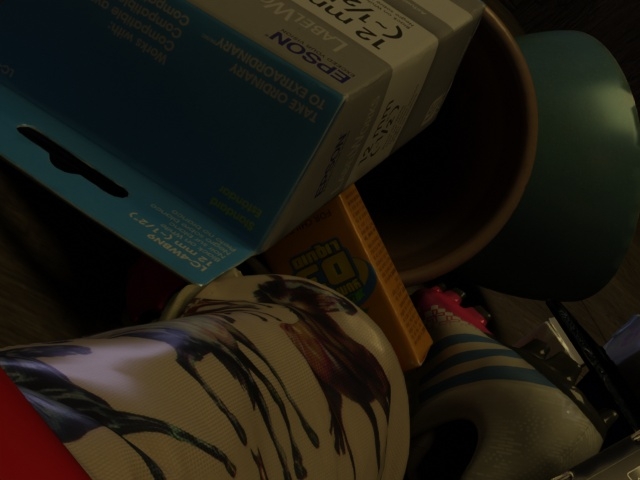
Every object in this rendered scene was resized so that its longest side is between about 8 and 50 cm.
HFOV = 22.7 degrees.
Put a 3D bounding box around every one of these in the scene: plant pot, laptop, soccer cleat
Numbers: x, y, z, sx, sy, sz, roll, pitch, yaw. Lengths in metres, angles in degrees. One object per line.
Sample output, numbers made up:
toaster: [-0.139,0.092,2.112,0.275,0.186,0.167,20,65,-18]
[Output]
plant pot: [0.031,-0.103,1.379,0.263,0.263,0.229,47,-2,-14]
laptop: [0.228,0.208,1.291,0.234,0.137,0.264,60,10,29]
soccer cleat: [0.102,0.126,1.267,0.116,0.143,0.331,52,-8,-17]
plant pot: [0.174,-0.075,1.668,0.195,0.290,0.290,-2,44,-23]

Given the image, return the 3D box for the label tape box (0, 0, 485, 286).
label tape box: [-0.074,-0.132,1.051,0.249,0.115,0.348,33,31,13]

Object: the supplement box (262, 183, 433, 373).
supplement box: [0.000,0.000,1.209,0.233,0.078,0.080,63,11,-5]

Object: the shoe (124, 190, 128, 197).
shoe: [-0.107,-0.036,1.149,0.219,0.058,0.076,-99,166,-54]

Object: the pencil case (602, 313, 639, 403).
pencil case: [0.360,0.175,1.407,0.273,0.113,0.124,50,-20,-1]

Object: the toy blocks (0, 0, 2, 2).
toy blocks: [-0.254,-0.190,0.708,0.288,0.260,0.309,47,17,-16]

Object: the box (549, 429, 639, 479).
box: [0.267,0.304,0.969,0.318,0.097,0.395,-20,66,-42]

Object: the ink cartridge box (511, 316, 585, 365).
ink cartridge box: [0.178,0.123,1.431,0.052,0.122,0.088,54,17,11]

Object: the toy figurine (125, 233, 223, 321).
toy figurine: [-0.053,0.059,1.010,0.159,0.130,0.173,47,-8,21]

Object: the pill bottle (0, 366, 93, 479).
pill bottle: [-0.159,0.107,0.370,0.407,0.229,0.229,51,16,0]

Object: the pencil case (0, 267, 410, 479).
pencil case: [-0.084,0.104,0.703,0.183,0.160,0.410,67,18,3]
